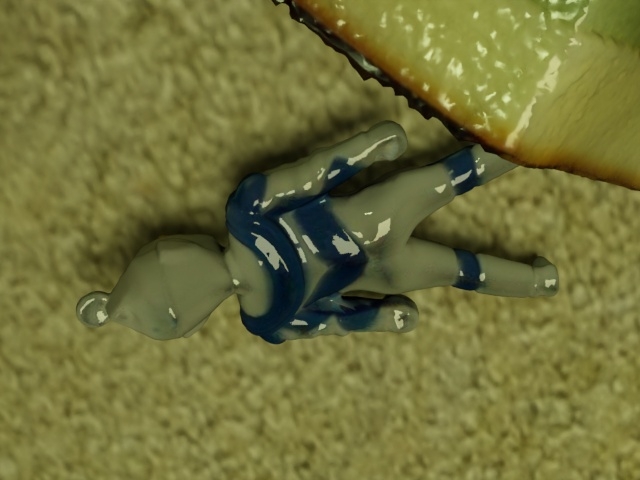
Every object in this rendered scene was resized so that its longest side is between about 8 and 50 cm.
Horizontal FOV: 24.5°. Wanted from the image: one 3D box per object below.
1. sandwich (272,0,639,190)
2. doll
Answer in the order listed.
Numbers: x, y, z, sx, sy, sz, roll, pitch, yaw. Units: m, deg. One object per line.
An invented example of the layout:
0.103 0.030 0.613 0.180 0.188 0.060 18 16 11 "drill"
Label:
0.064 -0.120 0.588 0.186 0.220 0.108 4 123 -54 "sandwich"
0.000 0.000 0.670 0.227 0.057 0.114 -12 127 -13 "doll"
